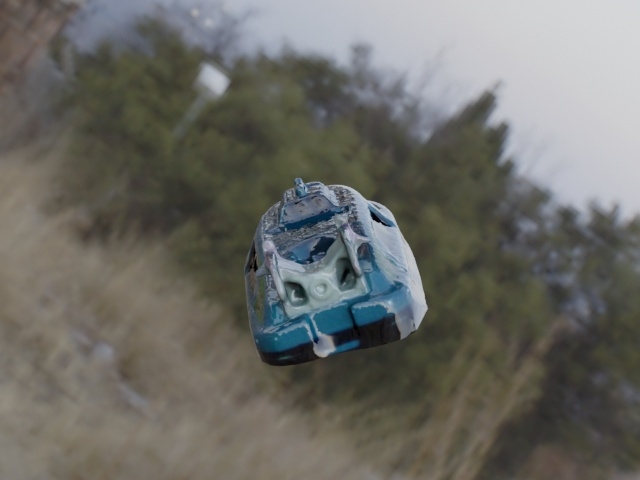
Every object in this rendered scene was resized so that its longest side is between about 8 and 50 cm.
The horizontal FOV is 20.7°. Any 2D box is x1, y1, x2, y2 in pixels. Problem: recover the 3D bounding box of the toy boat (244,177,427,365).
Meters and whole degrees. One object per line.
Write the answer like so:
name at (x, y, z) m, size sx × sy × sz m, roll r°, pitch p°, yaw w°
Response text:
toy boat at (0.000, 0.000, 1.350) m, size 0.299 × 0.134 × 0.092 m, roll -103°, pitch 177°, yaw -73°
